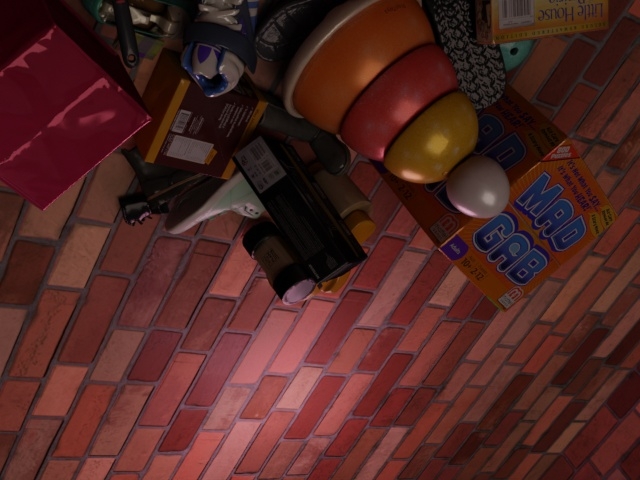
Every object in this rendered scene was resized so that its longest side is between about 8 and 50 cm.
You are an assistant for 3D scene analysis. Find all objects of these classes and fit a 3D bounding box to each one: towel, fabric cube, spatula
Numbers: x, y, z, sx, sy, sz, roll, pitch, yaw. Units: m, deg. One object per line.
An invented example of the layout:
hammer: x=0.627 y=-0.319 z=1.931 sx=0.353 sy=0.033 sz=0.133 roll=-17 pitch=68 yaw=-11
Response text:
towel: x=-0.345 y=-0.372 z=1.650 sx=0.083 sy=0.009 sz=0.060 roll=10 pitch=146 yaw=-34
fabric cube: x=-0.492 y=-0.263 z=1.503 sx=0.258 sy=0.254 sz=0.259 roll=-39 pitch=136 yaw=4
spatula: x=-0.355 y=-0.446 z=1.502 sx=0.084 sy=0.030 sz=0.296 roll=-13 pitch=101 yaw=-18

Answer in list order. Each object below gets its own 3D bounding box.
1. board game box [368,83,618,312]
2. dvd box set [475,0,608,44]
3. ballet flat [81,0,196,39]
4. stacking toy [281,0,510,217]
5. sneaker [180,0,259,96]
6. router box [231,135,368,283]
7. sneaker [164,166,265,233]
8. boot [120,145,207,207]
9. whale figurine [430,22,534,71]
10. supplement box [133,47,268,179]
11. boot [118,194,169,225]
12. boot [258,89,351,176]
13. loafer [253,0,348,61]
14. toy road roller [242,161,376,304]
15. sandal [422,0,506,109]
board game box: x=0.406 y=-0.124 z=2.059 sx=0.356 sy=0.356 sz=0.356 roll=-42 pitch=136 yaw=9
dvd box set: x=0.442 y=-0.617 z=1.730 sx=0.308 sy=0.062 sz=0.420 roll=-13 pitch=108 yaw=-23
ballet flat: x=-0.313 y=-0.408 z=1.595 sx=0.247 sy=0.087 sz=0.083 roll=5 pitch=125 yaw=-33
stacking toy: x=0.184 y=-0.228 z=1.702 sx=0.351 sy=0.480 sz=0.350 roll=-36 pitch=166 yaw=-11
sneaker: x=-0.172 y=-0.403 z=1.528 sx=0.130 sy=0.236 sz=0.322 roll=11 pitch=147 yaw=0
router box: x=-0.036 y=-0.063 z=1.803 sx=0.081 sy=0.309 sz=0.243 roll=-35 pitch=173 yaw=11
sneaker: x=-0.213 y=-0.068 z=1.942 sx=0.256 sy=0.094 sz=0.151 roll=-37 pitch=130 yaw=1
boot: x=-0.307 y=-0.173 z=1.822 sx=0.198 sy=0.077 sz=0.137 roll=-39 pitch=105 yaw=-39
whale figurine: x=0.345 y=-0.437 z=1.905 sx=0.272 sy=0.141 sz=0.216 roll=-14 pitch=134 yaw=-18
supplement box: x=-0.246 y=-0.250 z=1.742 sx=0.194 sy=0.129 sz=0.191 roll=10 pitch=122 yaw=-36
boot: x=-0.384 y=-0.091 z=1.870 sx=0.099 sy=0.045 sz=0.121 roll=-15 pitch=132 yaw=-10
boot: x=-0.046 y=-0.230 z=1.842 sx=0.076 sy=0.189 sz=0.208 roll=-48 pitch=140 yaw=17
loafer: x=-0.010 y=-0.467 z=1.717 sx=0.302 sy=0.095 sz=0.109 roll=-36 pitch=127 yaw=9
toy road roller: x=0.000 y=0.000 z=2.066 sx=0.329 sy=0.202 sz=0.241 roll=-46 pitch=150 yaw=14
sandal: x=0.280 y=-0.492 z=1.800 sx=0.168 sy=0.107 sz=0.445 roll=-11 pitch=108 yaw=-5
